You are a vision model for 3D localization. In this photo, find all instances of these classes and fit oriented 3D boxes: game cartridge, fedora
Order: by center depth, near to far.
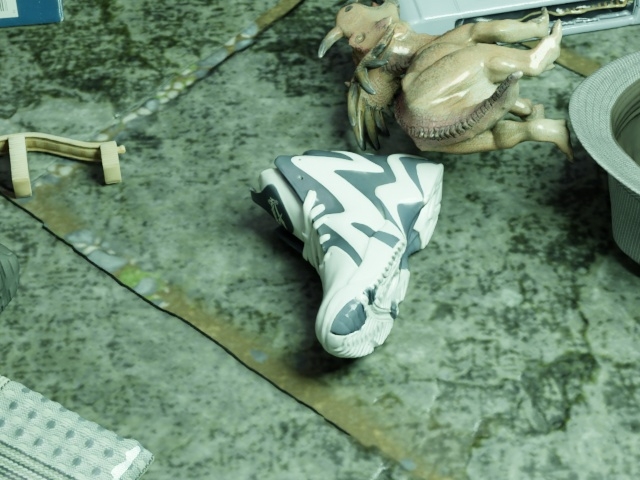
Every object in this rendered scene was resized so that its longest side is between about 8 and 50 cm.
[{"bbox_3d":[0.329,-0.054,1.686,0.243,0.124,0.275,36,48,27],"label":"fedora"},{"bbox_3d":[0.194,-0.276,1.953,0.294,0.060,0.196,-10,43,-9],"label":"game cartridge"}]

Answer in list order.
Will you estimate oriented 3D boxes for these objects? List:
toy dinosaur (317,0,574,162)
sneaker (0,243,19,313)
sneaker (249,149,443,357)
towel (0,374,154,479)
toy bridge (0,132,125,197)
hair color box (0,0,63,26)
[{"bbox_3d":[0.105,-0.127,1.717,0.200,0.127,0.296,-6,17,-2],"label":"toy dinosaur"},{"bbox_3d":[-0.393,0.021,1.643,0.286,0.109,0.130,-3,38,-7],"label":"sneaker"},{"bbox_3d":[0.000,0.000,1.661,0.153,0.094,0.235,13,48,15],"label":"sneaker"},{"bbox_3d":[-0.338,0.208,1.470,0.324,0.056,0.312,26,62,17],"label":"towel"},{"bbox_3d":[-0.268,-0.068,1.774,0.188,0.026,0.063,-8,45,-6],"label":"toy bridge"},{"bbox_3d":[-0.353,-0.359,2.001,0.173,0.105,0.347,-5,46,-5],"label":"hair color box"}]
